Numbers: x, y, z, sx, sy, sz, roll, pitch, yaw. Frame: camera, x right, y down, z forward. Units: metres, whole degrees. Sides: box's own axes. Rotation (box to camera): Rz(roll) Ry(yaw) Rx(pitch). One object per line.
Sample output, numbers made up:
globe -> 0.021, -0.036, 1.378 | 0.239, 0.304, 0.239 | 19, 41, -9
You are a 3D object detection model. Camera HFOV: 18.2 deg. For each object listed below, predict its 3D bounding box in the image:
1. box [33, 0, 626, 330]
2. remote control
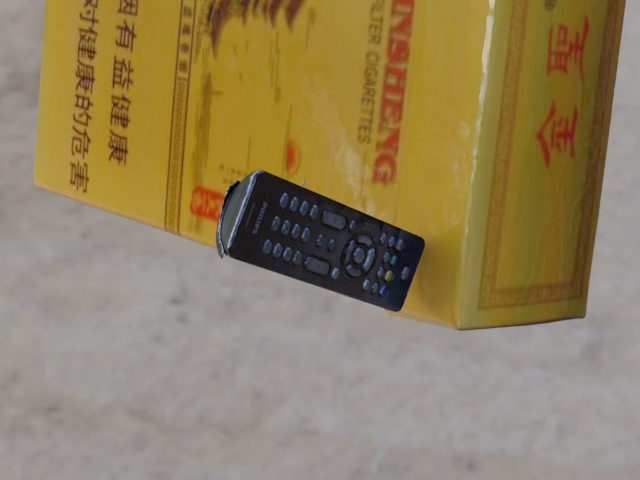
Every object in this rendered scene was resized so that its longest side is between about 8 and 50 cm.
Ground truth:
box -> -0.007, -0.079, 0.801 | 0.076, 0.174, 0.274 | -6, 16, -42
remote control -> 0.000, 0.000, 0.674 | 0.016, 0.034, 0.091 | 18, -2, 44
